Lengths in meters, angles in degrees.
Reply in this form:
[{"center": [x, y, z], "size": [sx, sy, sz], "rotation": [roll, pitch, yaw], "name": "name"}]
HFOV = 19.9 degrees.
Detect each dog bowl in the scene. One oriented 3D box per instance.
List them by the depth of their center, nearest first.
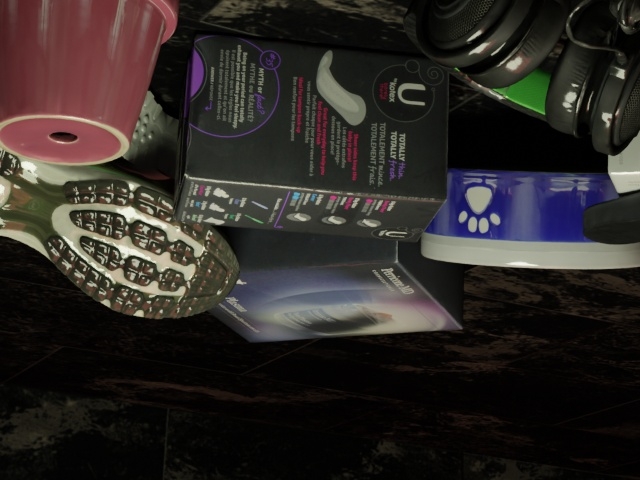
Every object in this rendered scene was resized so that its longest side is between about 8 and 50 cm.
[{"center": [0.245, -0.030, 2.060], "size": [0.265, 0.104, 0.265], "rotation": [1, -176, 0], "name": "dog bowl"}]

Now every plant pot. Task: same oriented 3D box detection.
[{"center": [-0.235, -0.175, 1.701], "size": [0.201, 0.180, 0.201], "rotation": [2, 161, 1], "name": "plant pot"}]

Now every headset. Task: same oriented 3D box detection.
[{"center": [0.221, -0.198, 1.635], "size": [0.243, 0.185, 0.394], "rotation": [27, 174, -9], "name": "headset"}]

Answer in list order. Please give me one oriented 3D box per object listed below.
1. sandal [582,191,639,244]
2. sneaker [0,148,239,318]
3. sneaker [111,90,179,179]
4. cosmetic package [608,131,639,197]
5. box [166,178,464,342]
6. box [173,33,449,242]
[{"center": [0.364, -0.025, 1.786], "size": [0.097, 0.054, 0.254], "rotation": [14, 158, -31], "name": "sandal"}, {"center": [-0.270, -0.061, 2.034], "size": [0.410, 0.182, 0.158], "rotation": [27, 115, -9], "name": "sneaker"}, {"center": [-0.224, -0.123, 2.027], "size": [0.094, 0.090, 0.235], "rotation": [8, 163, 26], "name": "sneaker"}, {"center": [0.381, -0.109, 1.865], "size": [0.151, 0.151, 0.184], "rotation": [-2, 161, 17], "name": "cosmetic package"}, {"center": [0.000, 0.000, 2.210], "size": [0.294, 0.183, 0.296], "rotation": [-5, 161, 19], "name": "box"}, {"center": [-0.011, -0.104, 1.911], "size": [0.270, 0.165, 0.143], "rotation": [6, 161, -8], "name": "box"}]
